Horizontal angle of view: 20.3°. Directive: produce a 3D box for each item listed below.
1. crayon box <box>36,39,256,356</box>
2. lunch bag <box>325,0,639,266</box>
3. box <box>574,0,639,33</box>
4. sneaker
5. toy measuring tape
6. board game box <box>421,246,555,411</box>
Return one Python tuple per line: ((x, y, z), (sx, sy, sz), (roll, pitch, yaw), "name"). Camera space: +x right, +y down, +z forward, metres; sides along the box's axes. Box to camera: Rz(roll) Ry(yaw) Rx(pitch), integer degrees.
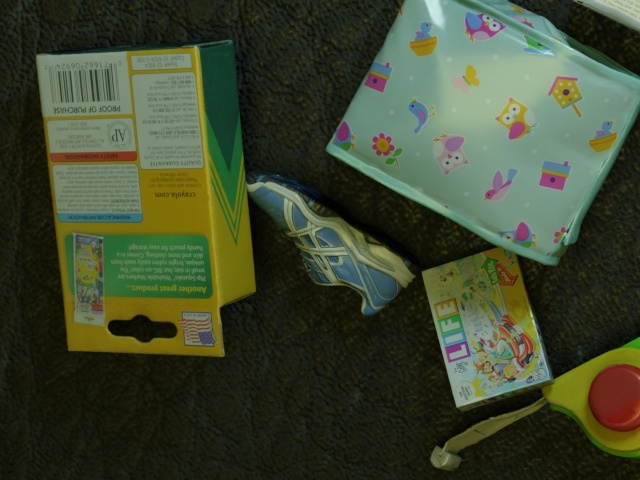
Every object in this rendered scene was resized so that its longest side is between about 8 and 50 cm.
((-0.182, -0.045, 1.891), (0.203, 0.083, 0.323), (0, 100, 27), "crayon box")
((0.176, -0.124, 1.799), (0.262, 0.160, 0.223), (30, 103, 10), "lunch bag")
((0.413, -0.283, 1.740), (0.262, 0.127, 0.231), (25, 104, 5), "box")
((0.000, 0.000, 1.892), (0.211, 0.080, 0.081), (35, 101, 4), "sneaker")
((0.274, 0.199, 1.862), (0.330, 0.121, 0.121), (-30, 94, 19), "toy measuring tape")
((0.175, 0.091, 1.871), (0.103, 0.026, 0.154), (-19, 70, 13), "board game box")
